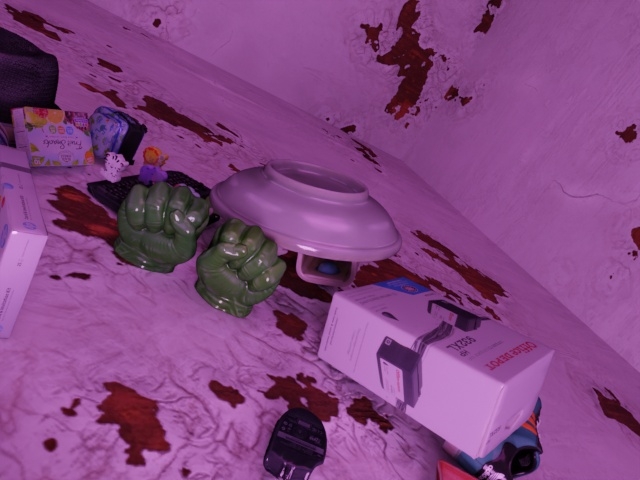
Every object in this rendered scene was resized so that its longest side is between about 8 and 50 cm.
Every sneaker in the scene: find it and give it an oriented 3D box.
[{"bbox_3d":[0.330,0.345,0.944,0.302,0.108,0.121,-4,41,-48],"label":"sneaker"}]

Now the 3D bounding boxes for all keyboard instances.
[{"bbox_3d":[-0.300,-0.080,1.100,0.202,0.033,0.317,35,20,6],"label":"keyboard"}]

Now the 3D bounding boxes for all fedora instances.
[{"bbox_3d":[-0.590,-0.298,0.986,0.334,0.152,0.334,29,19,-11],"label":"fedora"}]

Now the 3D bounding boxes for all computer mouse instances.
[{"bbox_3d":[-0.044,0.281,0.615,0.071,0.041,0.242,25,25,3],"label":"computer mouse"}]

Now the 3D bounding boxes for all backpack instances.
[{"bbox_3d":[-0.433,-0.220,1.118,0.114,0.105,0.084,37,18,28],"label":"backpack"}]

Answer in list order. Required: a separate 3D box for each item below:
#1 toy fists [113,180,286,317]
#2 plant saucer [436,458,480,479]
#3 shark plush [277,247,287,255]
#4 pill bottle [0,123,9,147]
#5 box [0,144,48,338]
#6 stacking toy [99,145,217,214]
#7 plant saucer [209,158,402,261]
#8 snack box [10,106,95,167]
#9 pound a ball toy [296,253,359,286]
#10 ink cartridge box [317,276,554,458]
[{"bbox_3d":[-0.192,0.011,0.871,0.279,0.142,0.096,30,19,-8],"label":"toy fists"},{"bbox_3d":[0.257,0.435,0.682,0.259,0.047,0.258,31,19,-7],"label":"plant saucer"},{"bbox_3d":[-0.133,-0.019,1.152,0.161,0.067,0.073,39,20,19],"label":"shark plush"},{"bbox_3d":[-0.496,-0.111,0.761,0.094,0.094,0.169,20,22,-34],"label":"pill bottle"},{"bbox_3d":[-0.366,-0.003,0.625,0.038,0.145,0.186,11,29,-43],"label":"box"},{"bbox_3d":[-0.291,-0.106,1.051,0.221,0.052,0.167,34,19,4],"label":"stacking toy"},{"bbox_3d":[-0.017,-0.085,1.097,0.401,0.100,0.400,14,19,-5],"label":"plant saucer"},{"bbox_3d":[-0.473,-0.181,0.969,0.037,0.100,0.141,-1,8,21],"label":"snack box"},{"bbox_3d":[0.000,0.000,1.275,0.208,0.135,0.319,8,17,7],"label":"pound a ball toy"},{"bbox_3d":[0.188,0.187,0.898,0.308,0.128,0.223,26,20,36],"label":"ink cartridge box"}]
